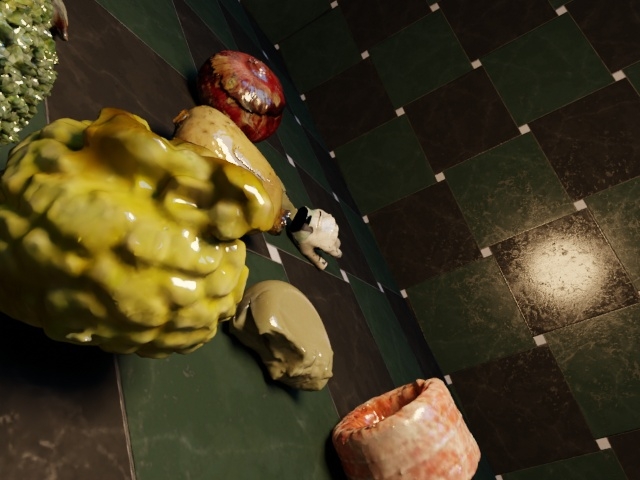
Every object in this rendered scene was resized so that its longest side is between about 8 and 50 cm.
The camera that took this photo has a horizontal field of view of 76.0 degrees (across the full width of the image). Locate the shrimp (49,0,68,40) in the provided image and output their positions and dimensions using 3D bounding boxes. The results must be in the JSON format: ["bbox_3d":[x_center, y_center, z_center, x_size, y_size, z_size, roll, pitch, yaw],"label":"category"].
[{"bbox_3d":[-0.421,-0.360,0.523,0.360,0.085,0.247,61,8,18],"label":"shrimp"}]

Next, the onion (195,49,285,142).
[{"bbox_3d":[-0.197,-0.373,1.048,0.247,0.190,0.246,33,37,-29],"label":"onion"}]

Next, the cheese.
[{"bbox_3d":[-0.067,0.147,0.676,0.202,0.091,0.175,44,22,-42],"label":"cheese"}]

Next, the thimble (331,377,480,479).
[{"bbox_3d":[0.146,0.360,0.717,0.162,0.239,0.239,63,15,12],"label":"thimble"}]

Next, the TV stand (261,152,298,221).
[{"bbox_3d":[-0.112,-0.132,1.163,0.249,0.036,0.042,57,14,-12],"label":"TV stand"}]

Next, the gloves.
[{"bbox_3d":[0.007,-0.004,1.142,0.212,0.111,0.127,32,48,-38],"label":"gloves"}]

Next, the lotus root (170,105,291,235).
[{"bbox_3d":[-0.164,-0.114,0.758,0.284,0.146,0.160,45,39,-25],"label":"lotus root"}]

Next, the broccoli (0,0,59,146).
[{"bbox_3d":[-0.351,-0.178,0.219,0.361,0.222,0.251,39,50,-42],"label":"broccoli"}]

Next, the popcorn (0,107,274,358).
[{"bbox_3d":[-0.160,-0.015,0.374,0.205,0.252,0.236,53,19,-48],"label":"popcorn"}]
